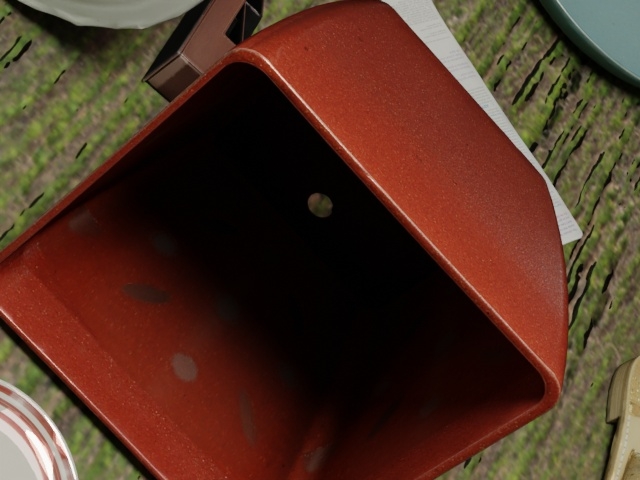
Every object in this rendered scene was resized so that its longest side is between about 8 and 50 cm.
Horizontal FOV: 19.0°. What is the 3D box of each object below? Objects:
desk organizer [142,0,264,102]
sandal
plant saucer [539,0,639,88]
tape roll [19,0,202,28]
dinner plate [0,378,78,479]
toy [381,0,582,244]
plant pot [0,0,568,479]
[{"bbox_3d":[-0.070,-0.147,1.357,0.050,0.047,0.130,42,47,-17],"label":"desk organizer"},{"bbox_3d":[0.261,0.184,1.422,0.088,0.079,0.240,24,54,-27],"label":"sandal"},{"bbox_3d":[0.274,-0.259,1.701,0.317,0.044,0.317,19,57,-31],"label":"plant saucer"},{"bbox_3d":[-0.144,-0.277,1.206,0.286,0.286,0.100,47,46,-8],"label":"tape roll"},{"bbox_3d":[-0.204,0.143,1.111,0.141,0.017,0.141,18,57,-31],"label":"dinner plate"},{"bbox_3d":[0.080,-0.075,1.434,0.137,0.056,0.237,-20,75,-40],"label":"toy"},{"bbox_3d":[0.000,0.000,1.202,0.267,0.267,0.236,47,35,-9],"label":"plant pot"}]
